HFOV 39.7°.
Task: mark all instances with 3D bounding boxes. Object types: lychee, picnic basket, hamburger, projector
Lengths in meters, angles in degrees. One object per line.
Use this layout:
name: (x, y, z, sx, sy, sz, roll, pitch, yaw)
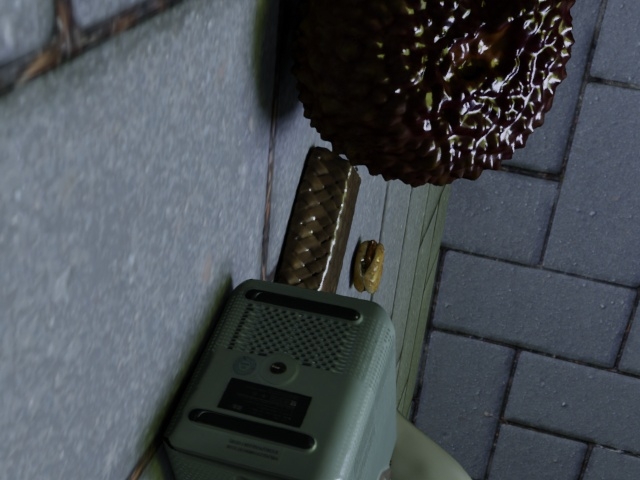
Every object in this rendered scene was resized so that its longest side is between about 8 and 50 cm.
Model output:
lychee: (0.089, -0.180, 0.787, 0.271, 0.271, 0.272, 13, 90, -78)
picnic basket: (0.000, 0.000, 0.954, 0.110, 0.054, 0.194, 45, 57, -76)
hamburger: (0.074, 0.040, 1.365, 0.083, 0.044, 0.076, 88, 20, -44)
projector: (-0.023, 0.178, 0.769, 0.243, 0.163, 0.177, 86, 22, -48)

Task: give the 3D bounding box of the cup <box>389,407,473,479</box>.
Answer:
cup: (0.025, 0.287, 0.977, 0.173, 0.202, 0.255, -24, 146, -48)
